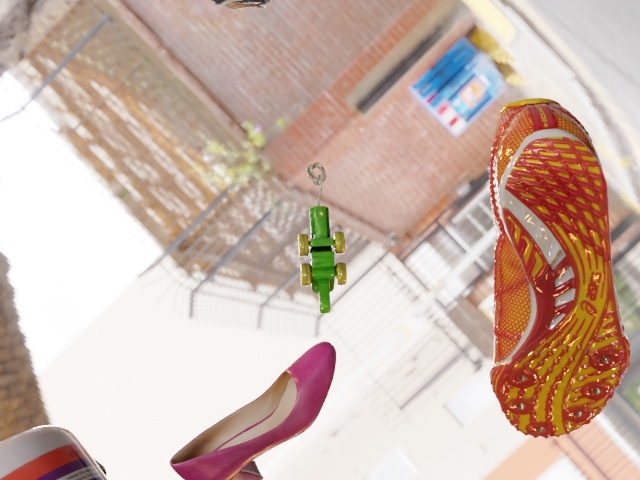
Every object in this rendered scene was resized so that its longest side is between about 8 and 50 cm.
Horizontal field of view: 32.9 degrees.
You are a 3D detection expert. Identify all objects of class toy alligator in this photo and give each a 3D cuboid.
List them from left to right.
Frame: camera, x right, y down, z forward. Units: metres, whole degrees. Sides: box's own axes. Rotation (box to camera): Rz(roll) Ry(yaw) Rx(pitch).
[{"bbox_3d":[0.000,0.000,1.347,0.051,0.056,0.190,104,162,-75],"label":"toy alligator"}]

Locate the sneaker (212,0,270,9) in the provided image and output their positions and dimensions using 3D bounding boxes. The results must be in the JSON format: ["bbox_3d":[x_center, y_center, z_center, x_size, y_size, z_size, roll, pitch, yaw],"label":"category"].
[{"bbox_3d":[-0.070,-0.376,1.315,0.163,0.226,0.086,66,-160,6],"label":"sneaker"}]

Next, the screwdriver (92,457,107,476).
[{"bbox_3d":[-0.206,0.257,1.091,0.025,0.024,0.170,-6,-154,-42],"label":"screwdriver"}]

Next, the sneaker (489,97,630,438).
[{"bbox_3d":[0.108,0.017,0.499,0.067,0.064,0.175,-84,-9,-59],"label":"sneaker"}]

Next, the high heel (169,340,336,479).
[{"bbox_3d":[-0.083,0.214,1.366,0.117,0.244,0.082,31,-168,-34],"label":"high heel"}]

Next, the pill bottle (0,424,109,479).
[{"bbox_3d":[-0.205,0.331,0.930,0.323,0.181,0.181,49,-170,13],"label":"pill bottle"}]
